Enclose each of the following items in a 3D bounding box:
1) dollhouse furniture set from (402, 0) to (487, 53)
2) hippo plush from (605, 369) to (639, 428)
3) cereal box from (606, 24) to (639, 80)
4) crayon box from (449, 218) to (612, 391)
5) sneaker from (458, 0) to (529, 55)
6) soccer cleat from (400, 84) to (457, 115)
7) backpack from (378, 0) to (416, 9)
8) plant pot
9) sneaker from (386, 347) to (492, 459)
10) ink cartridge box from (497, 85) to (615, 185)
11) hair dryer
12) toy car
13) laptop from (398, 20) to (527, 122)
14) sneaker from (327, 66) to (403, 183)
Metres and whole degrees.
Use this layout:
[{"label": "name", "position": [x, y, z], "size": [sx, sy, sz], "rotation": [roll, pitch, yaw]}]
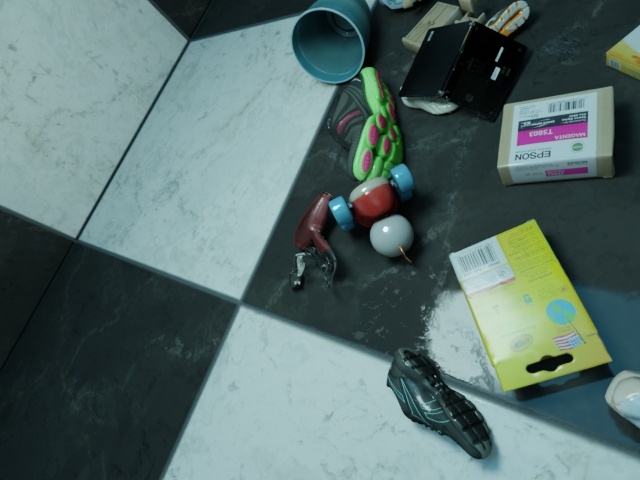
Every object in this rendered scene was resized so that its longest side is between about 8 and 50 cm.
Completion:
[{"label": "dollhouse furniture set", "position": [0.301, -0.758, 1.295], "size": [0.174, 0.355, 0.303], "rotation": [-47, 49, 5]}, {"label": "hippo plush", "position": [0.569, 0.337, 0.629], "size": [0.294, 0.234, 0.237], "rotation": [8, 86, -6]}, {"label": "cereal box", "position": [0.819, -0.464, 0.966], "size": [0.240, 0.047, 0.173], "rotation": [-41, 49, 10]}, {"label": "crayon box", "position": [0.421, 0.136, 0.890], "size": [0.202, 0.081, 0.319], "rotation": [-26, 52, 22]}, {"label": "sneaker", "position": [0.507, -0.610, 1.261], "size": [0.215, 0.084, 0.083], "rotation": [-35, 21, 22]}, {"label": "soccer cleat", "position": [0.322, -0.425, 1.280], "size": [0.196, 0.076, 0.068], "rotation": [25, 81, 41]}, {"label": "backpack", "position": [0.323, -1.005, 1.515], "size": [0.290, 0.273, 0.356], "rotation": [41, 104, 36]}, {"label": "plant pot", "position": [0.065, -0.762, 1.547], "size": [0.271, 0.272, 0.255], "rotation": [-3, 49, 34]}, {"label": "sneaker", "position": [0.243, 0.353, 0.906], "size": [0.267, 0.101, 0.106], "rotation": [47, 118, 41]}, {"label": "ink cartridge box", "position": [0.553, -0.241, 1.005], "size": [0.234, 0.088, 0.193], "rotation": [-1, 64, 34]}, {"label": "hair dryer", "position": [0.000, 0.000, 1.247], "size": [0.223, 0.080, 0.294], "rotation": [-13, 69, 49]}, {"label": "toy car", "position": [0.174, -0.037, 1.130], "size": [0.219, 0.210, 0.238], "rotation": [-27, 80, 4]}, {"label": "laptop", "position": [0.400, -0.480, 1.222], "size": [0.264, 0.136, 0.234], "rotation": [25, 88, -2]}, {"label": "sneaker", "position": [0.127, -0.330, 1.313], "size": [0.202, 0.185, 0.483], "rotation": [-26, 40, 31]}]
